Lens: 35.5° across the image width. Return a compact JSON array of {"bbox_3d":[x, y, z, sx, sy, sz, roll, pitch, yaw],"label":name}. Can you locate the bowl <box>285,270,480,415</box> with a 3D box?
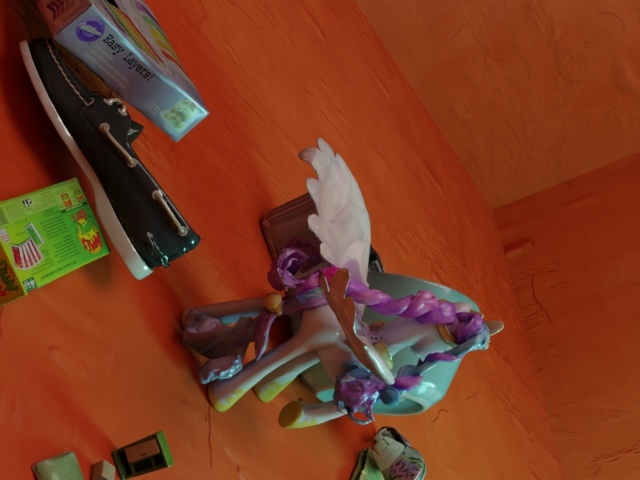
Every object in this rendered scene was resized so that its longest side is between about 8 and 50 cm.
[{"bbox_3d":[0.086,0.174,1.560,0.311,0.311,0.163,40,53,-54],"label":"bowl"}]

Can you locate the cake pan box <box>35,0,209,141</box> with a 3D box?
[{"bbox_3d":[-0.273,-0.279,1.257,0.267,0.070,0.246,41,13,-54],"label":"cake pan box"}]

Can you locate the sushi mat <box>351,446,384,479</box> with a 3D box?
[{"bbox_3d":[0.124,0.511,1.644,0.317,0.019,0.151,66,17,-7],"label":"sushi mat"}]

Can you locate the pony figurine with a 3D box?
[{"bbox_3d":[0.013,0.098,1.256,0.351,0.363,0.303,50,26,-43],"label":"pony figurine"}]

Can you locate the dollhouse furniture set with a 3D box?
[{"bbox_3d":[-0.205,0.231,0.977,0.076,0.058,0.151,69,18,6],"label":"dollhouse furniture set"}]

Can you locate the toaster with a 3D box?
[{"bbox_3d":[0.000,0.000,1.675,0.227,0.146,0.129,68,18,-2],"label":"toaster"}]

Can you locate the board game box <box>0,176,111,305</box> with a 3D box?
[{"bbox_3d":[-0.291,-0.002,1.027,0.092,0.043,0.181,66,19,-6],"label":"board game box"}]

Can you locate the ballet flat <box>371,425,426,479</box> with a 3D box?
[{"bbox_3d":[0.122,0.360,1.687,0.079,0.077,0.221,48,0,-3],"label":"ballet flat"}]

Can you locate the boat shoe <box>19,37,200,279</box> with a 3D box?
[{"bbox_3d":[-0.241,-0.106,1.146,0.303,0.091,0.114,62,-4,-6],"label":"boat shoe"}]
